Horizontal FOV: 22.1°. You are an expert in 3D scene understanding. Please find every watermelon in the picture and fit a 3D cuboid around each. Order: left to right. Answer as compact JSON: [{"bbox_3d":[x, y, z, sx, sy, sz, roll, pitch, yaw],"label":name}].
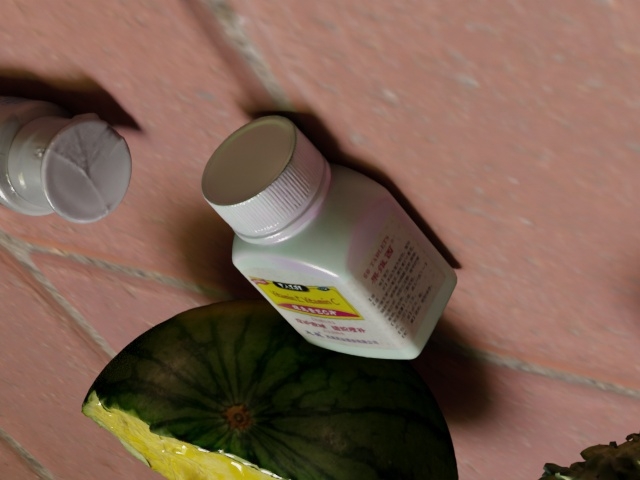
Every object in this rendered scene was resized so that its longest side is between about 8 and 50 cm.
[{"bbox_3d":[-0.012,0.102,0.874,0.204,0.127,0.232,17,161,29],"label":"watermelon"}]

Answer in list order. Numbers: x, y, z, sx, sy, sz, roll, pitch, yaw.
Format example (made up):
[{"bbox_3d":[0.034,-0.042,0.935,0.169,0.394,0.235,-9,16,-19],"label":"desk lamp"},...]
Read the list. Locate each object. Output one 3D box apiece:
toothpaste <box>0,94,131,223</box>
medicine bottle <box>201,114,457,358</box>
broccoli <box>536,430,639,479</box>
[{"bbox_3d":[-0.186,-0.053,0.870,0.234,0.057,0.089,15,157,48],"label":"toothpaste"},{"bbox_3d":[0.000,0.000,0.744,0.074,0.055,0.118,8,148,44],"label":"medicine bottle"},{"bbox_3d":[0.175,0.113,0.655,0.167,0.154,0.160,33,149,-2],"label":"broccoli"}]
